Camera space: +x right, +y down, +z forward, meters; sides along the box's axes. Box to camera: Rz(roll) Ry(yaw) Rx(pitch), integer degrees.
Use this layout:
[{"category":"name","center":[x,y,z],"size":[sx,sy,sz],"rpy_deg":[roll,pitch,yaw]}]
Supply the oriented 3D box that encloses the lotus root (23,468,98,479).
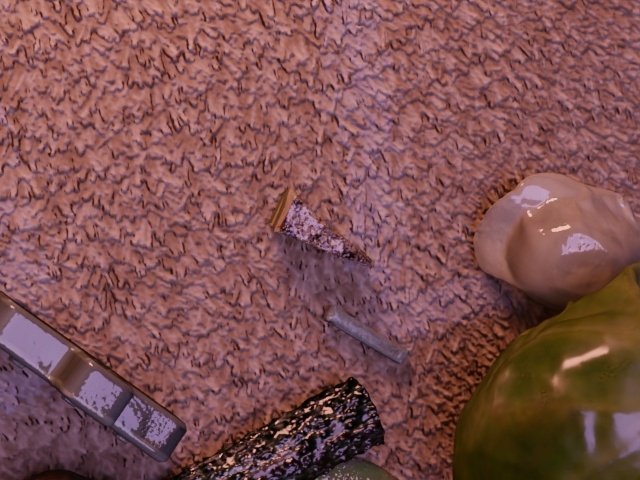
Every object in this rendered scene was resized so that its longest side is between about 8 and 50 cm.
[{"category":"lotus root","center":[-0.271,0.400,1.779],"size":[0.272,0.192,0.272],"rpy_deg":[0,98,-1]}]

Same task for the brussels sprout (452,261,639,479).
[{"category":"brussels sprout","center":[0.333,0.246,1.849],"size":[0.361,0.425,0.342],"rpy_deg":[-23,63,-32]}]

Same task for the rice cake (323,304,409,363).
[{"category":"rice cake","center":[0.056,0.116,1.968],"size":[0.121,0.021,0.022],"rpy_deg":[31,82,-20]}]

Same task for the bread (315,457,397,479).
[{"category":"bread","center":[0.020,0.381,1.982],"size":[0.228,0.033,0.229],"rpy_deg":[-3,98,-19]}]

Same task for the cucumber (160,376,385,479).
[{"category":"cucumber","center":[-0.097,0.282,1.903],"size":[0.359,0.096,0.096],"rpy_deg":[-26,104,-12]}]

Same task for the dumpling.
[{"category":"dumpling","center":[0.317,0.008,1.983],"size":[0.250,0.132,0.162],"rpy_deg":[15,101,-3]}]

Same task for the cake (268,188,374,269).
[{"category":"cake","center":[0.000,0.000,1.921],"size":[0.140,0.051,0.055],"rpy_deg":[40,89,-18]}]

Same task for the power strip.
[{"category":"power strip","center":[-0.264,0.157,1.782],"size":[0.265,0.193,0.059],"rpy_deg":[39,82,-17]}]
